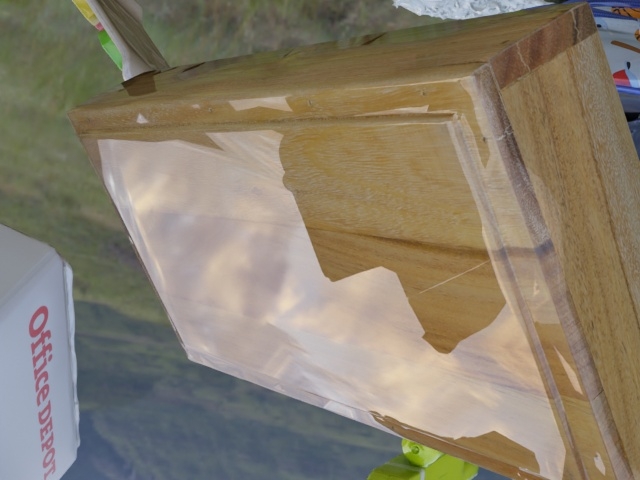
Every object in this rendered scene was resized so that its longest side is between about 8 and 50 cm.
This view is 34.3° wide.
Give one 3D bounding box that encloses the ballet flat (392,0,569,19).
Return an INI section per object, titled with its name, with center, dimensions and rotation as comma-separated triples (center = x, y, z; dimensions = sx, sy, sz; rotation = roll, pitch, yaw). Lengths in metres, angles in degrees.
[ballet flat]
center = 0.246, -0.300, 1.154
dimensions = 0.408, 0.147, 0.147
rotation = -7, -176, -36

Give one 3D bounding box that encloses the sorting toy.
[sorting toy]
center = -0.213, -0.219, 1.149
dimensions = 0.038, 0.208, 0.193
rotation = -33, 156, 7

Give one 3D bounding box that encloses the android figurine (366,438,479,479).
[android figurine]
center = 0.099, 0.304, 1.067
dimensions = 0.056, 0.248, 0.273
rotation = 7, -175, 26

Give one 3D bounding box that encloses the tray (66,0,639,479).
[tray]
center = 0.000, 0.000, 0.573
dimensions = 0.076, 0.203, 0.411
rotation = -32, -160, -26

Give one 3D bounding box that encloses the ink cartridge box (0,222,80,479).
[ink cartridge box]
center = -0.248, 0.130, 0.523
dimensions = 0.114, 0.273, 0.197
rotation = 24, 135, 14

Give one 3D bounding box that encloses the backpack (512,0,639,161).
[backpack]
center = 0.218, -0.072, 0.822
dimensions = 0.263, 0.213, 0.277
rotation = 7, 133, -5
